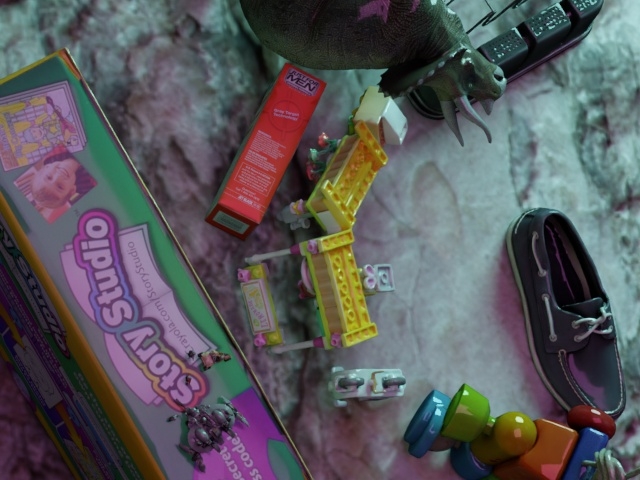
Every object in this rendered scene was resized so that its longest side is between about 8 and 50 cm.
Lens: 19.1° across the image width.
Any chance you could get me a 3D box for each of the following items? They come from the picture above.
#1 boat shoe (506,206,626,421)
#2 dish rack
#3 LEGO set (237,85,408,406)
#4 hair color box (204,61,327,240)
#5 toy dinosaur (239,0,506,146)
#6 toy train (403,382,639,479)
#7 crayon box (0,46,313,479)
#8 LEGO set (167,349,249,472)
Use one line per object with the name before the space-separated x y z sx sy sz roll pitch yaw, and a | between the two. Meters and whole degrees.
boat shoe | 0.224 0.067 1.691 0.075 0.065 0.206 -18 85 -19
dish rack | 0.120 -0.272 1.727 0.208 0.074 0.272 -30 87 -21
LEGO set | 0.000 0.000 1.640 0.132 0.107 0.287 18 66 -49
hair color box | -0.047 -0.076 1.635 0.043 0.072 0.141 26 74 -6
toy dinosaur | 0.017 -0.204 1.614 0.313 0.121 0.160 17 82 6
toy train | 0.164 0.163 1.560 0.143 0.248 0.105 28 73 -5
crayon box | -0.165 0.070 1.442 0.106 0.313 0.363 -30 89 -20
LEGO set | -0.076 0.113 1.280 0.054 0.023 0.083 -13 84 -18
